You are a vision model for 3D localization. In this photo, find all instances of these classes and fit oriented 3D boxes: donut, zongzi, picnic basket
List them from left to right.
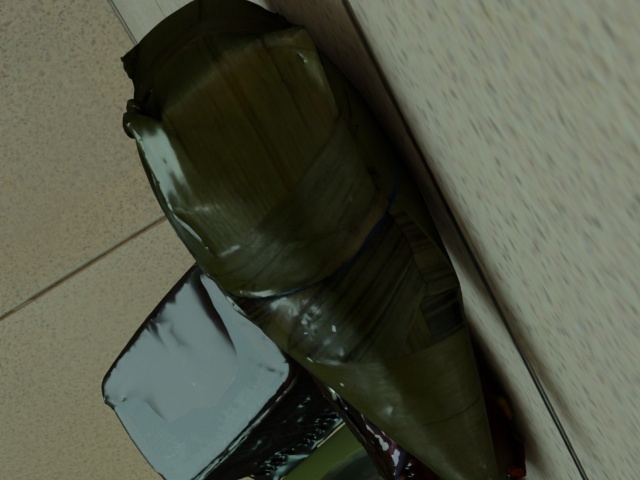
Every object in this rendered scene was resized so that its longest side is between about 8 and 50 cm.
[{"bbox_3d":[-0.084,0.121,1.186,0.222,0.297,0.129,51,-142,12],"label":"picnic basket"},{"bbox_3d":[0.000,0.000,0.720,0.289,0.123,0.260,56,-179,-20],"label":"zongzi"},{"bbox_3d":[0.046,0.087,0.869,0.270,0.103,0.270,55,174,8],"label":"donut"}]

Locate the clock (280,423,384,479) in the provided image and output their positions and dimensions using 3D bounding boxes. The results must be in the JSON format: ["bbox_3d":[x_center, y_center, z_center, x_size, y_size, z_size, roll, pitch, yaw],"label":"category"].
[{"bbox_3d":[0.063,0.258,1.011,0.096,0.235,0.308,53,175,-23],"label":"clock"}]
